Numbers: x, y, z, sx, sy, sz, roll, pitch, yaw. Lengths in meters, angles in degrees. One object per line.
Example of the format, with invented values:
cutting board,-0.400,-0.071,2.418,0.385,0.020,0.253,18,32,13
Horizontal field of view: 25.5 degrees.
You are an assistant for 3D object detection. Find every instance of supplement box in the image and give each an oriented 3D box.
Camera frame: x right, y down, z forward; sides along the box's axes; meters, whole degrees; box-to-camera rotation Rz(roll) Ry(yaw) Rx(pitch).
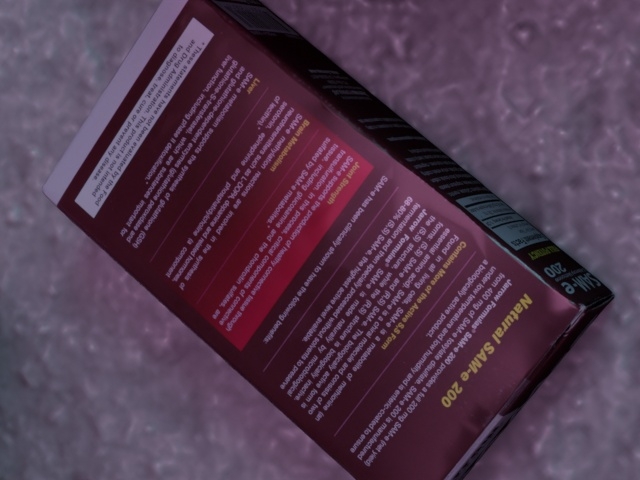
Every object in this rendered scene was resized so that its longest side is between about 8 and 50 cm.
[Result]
supplement box,0.000,0.000,0.659,0.239,0.073,0.130,42,109,15
